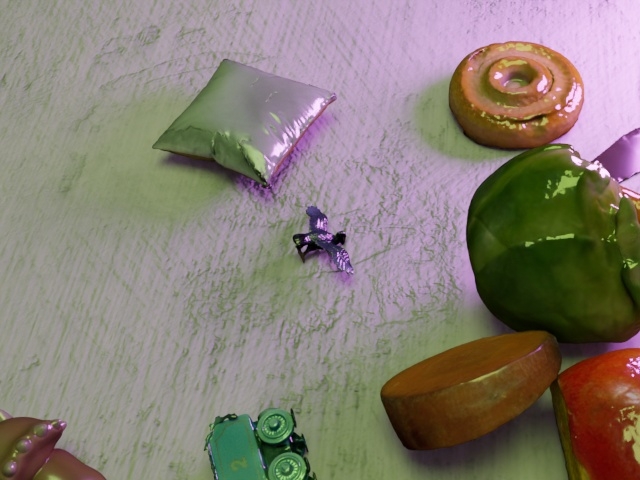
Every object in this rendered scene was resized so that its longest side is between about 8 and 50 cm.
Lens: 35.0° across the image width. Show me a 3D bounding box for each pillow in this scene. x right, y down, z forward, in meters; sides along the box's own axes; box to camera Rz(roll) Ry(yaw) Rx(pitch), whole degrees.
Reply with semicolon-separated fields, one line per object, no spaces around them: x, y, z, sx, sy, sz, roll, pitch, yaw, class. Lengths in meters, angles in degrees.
-0.164;-0.264;2.222;0.312;0.119;0.310;21;60;23;pillow

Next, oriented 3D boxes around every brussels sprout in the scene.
0.425;0.021;1.800;0.315;0.371;0.276;-41;5;18;brussels sprout

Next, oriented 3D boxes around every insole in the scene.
0.644;-0.173;2.112;0.328;0.007;0.111;-29;52;-16;insole

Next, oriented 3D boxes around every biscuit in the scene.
0.425;-0.326;2.210;0.296;0.102;0.296;-2;52;3;biscuit

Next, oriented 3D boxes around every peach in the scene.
0.529;0.311;1.581;0.380;0.242;0.306;15;59;19;peach

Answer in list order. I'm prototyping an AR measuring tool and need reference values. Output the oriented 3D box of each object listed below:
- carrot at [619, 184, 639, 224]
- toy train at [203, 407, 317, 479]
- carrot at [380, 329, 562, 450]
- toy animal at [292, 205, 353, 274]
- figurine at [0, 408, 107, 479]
0.594;-0.071;1.993;0.225;0.067;0.067;30;60;26;carrot
-0.097;0.380;1.694;0.163;0.112;0.203;-20;50;-1;toy train
0.255;0.239;1.690;0.307;0.100;0.258;-23;9;3;carrot
0.000;0.000;2.020;0.108;0.062;0.220;-18;45;-6;toy animal
-0.472;0.387;1.695;0.177;0.173;0.247;-37;55;-22;figurine
